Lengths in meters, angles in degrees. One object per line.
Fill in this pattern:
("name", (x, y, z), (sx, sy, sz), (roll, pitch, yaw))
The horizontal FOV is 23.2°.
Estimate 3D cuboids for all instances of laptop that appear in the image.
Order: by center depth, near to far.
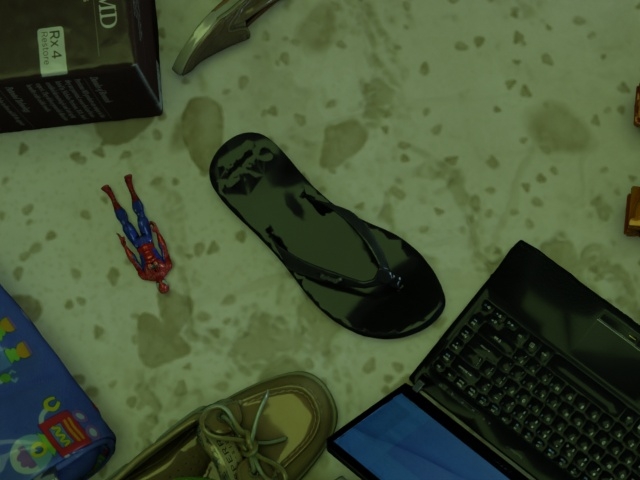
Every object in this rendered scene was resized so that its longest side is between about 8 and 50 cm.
("laptop", (0.179, 0.151, 1.323), (0.234, 0.136, 0.264), (38, 84, 16))

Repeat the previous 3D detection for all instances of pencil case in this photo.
("pencil case", (-0.313, 0.108, 1.378), (0.133, 0.119, 0.306), (-34, 78, -26))

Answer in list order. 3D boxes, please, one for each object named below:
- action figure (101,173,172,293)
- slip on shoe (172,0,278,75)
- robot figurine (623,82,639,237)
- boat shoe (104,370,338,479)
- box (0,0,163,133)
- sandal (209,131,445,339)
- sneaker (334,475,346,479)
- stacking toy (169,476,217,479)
("action figure", (-0.166, -0.003, 1.439), (0.038, 0.030, 0.115), (-25, 81, -6))
("slip on shoe", (-0.084, -0.201, 1.461), (0.041, 0.051, 0.135), (41, 78, -3))
("robot figurine", (0.423, -0.062, 1.387), (0.291, 0.085, 0.211), (7, 81, 5))
("boat shoe", (-0.109, 0.212, 1.364), (0.285, 0.089, 0.104), (-35, 79, -4))
("box", (-0.258, -0.201, 1.408), (0.203, 0.167, 0.168), (-7, 79, 2))
("sandal", (-0.001, 0.000, 1.414), (0.254, 0.054, 0.097), (37, 84, 9))
("sneaker", (-0.011, 0.281, 1.366), (0.061, 0.054, 0.152), (40, 84, 6))
("stacking toy", (-0.047, 0.345, 1.273), (0.279, 0.130, 0.309), (16, 89, -9))
